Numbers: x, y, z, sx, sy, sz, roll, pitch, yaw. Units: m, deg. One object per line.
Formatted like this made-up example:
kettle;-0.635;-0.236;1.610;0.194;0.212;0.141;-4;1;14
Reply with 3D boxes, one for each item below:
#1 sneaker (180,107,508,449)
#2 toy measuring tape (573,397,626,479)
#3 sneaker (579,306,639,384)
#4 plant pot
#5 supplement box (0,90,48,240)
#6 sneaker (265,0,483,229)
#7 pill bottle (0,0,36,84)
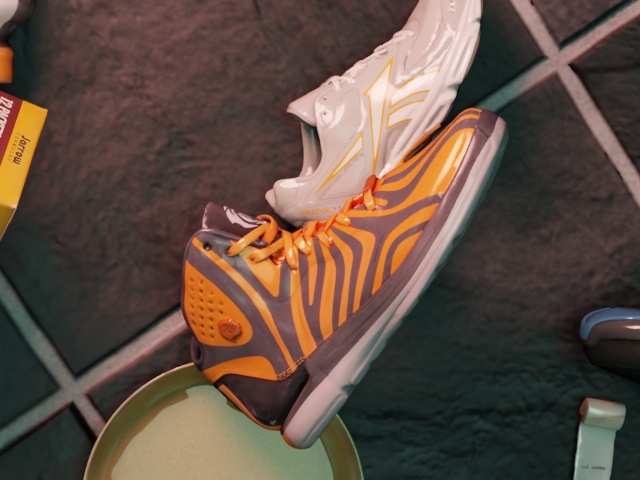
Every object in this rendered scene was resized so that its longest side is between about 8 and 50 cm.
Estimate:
sneaker;0.000;0.000;1.557;0.180;0.124;0.321;36;106;3
toy measuring tape;0.229;0.302;1.681;0.121;0.121;0.330;9;90;-11
sneaker;0.371;0.153;1.700;0.341;0.125;0.139;20;93;-9
plant pot;-0.081;0.215;1.657;0.236;0.032;0.236;0;91;-11
supplement box;-0.337;-0.032;1.504;0.194;0.129;0.191;23;126;-12
sneaker;0.043;-0.117;1.641;0.121;0.099;0.262;24;86;-7
pill bottle;-0.286;-0.241;1.552;0.130;0.130;0.245;-2;92;-11
